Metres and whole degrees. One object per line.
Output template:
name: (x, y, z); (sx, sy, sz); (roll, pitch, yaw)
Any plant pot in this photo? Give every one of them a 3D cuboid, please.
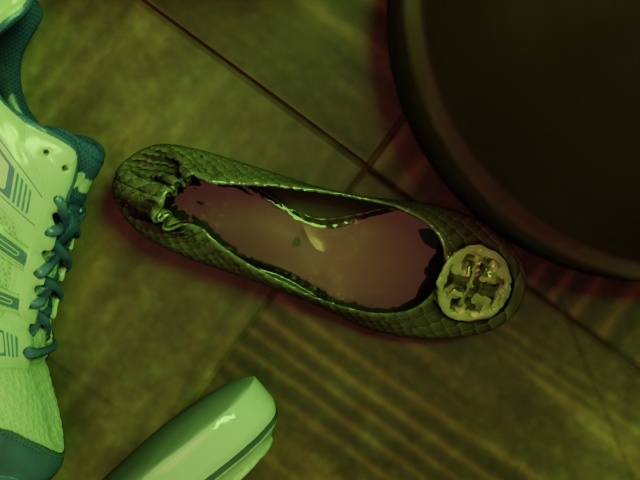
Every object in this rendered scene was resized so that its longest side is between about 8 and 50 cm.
plant pot: (0.205, -0.128, 0.447); (0.323, 0.280, 0.323); (0, 93, -2)

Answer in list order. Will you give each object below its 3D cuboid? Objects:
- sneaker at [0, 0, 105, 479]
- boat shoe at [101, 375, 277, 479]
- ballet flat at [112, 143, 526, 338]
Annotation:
sneaker: (-0.176, -0.005, 0.530); (0.131, 0.112, 0.296); (-16, 96, -6)
boat shoe: (-0.111, 0.190, 0.546); (0.267, 0.096, 0.088); (-44, 96, 2)
ballet flat: (0.000, 0.000, 0.557); (0.250, 0.058, 0.084); (19, 92, -1)
